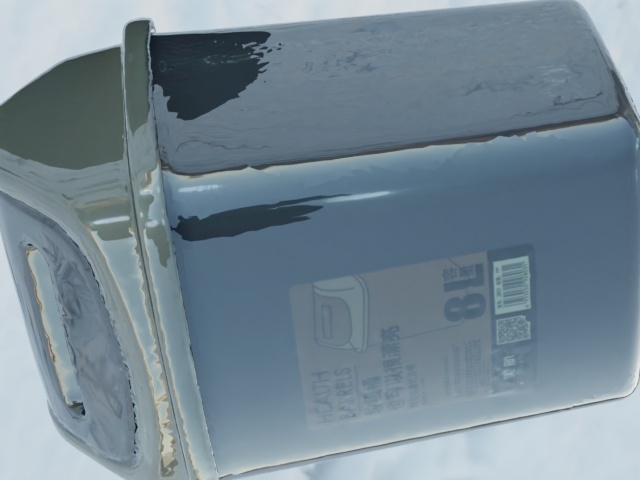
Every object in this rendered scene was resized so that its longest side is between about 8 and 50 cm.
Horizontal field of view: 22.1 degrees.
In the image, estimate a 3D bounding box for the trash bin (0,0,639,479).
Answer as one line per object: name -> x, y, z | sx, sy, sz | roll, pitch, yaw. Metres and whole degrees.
trash bin -> 0.000, 0.000, 0.773 | 0.182, 0.290, 0.209 | -101, -176, -52
